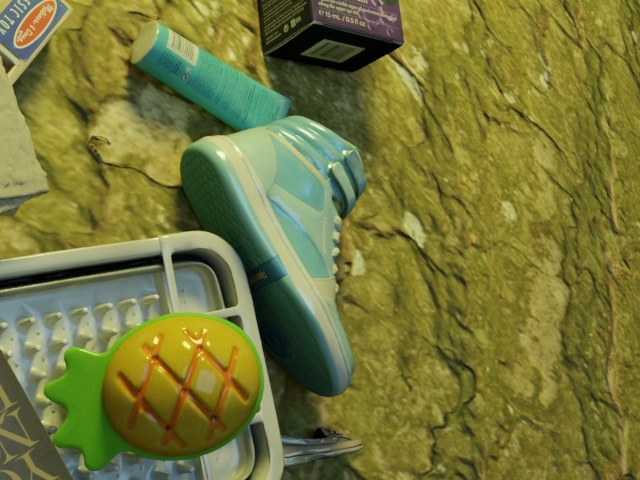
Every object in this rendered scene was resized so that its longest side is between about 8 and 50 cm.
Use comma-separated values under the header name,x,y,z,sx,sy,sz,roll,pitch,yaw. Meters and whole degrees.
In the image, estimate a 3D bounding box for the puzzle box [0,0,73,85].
name,x,y,z,sx,sy,sz,roll,pitch,yaw
puzzle box,-0.409,-0.150,0.626,0.272,0.052,0.408,44,51,-29

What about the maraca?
name,x,y,z,sx,sy,sz,roll,pitch,yaw
maraca,-0.141,0.131,0.688,0.186,0.099,0.127,-11,83,-13

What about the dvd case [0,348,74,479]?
name,x,y,z,sx,sy,sz,roll,pitch,yaw
dvd case,-0.285,0.185,0.603,0.165,0.018,0.221,-33,102,-39

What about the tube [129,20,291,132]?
name,x,y,z,sx,sy,sz,roll,pitch,yaw
tube,-0.117,-0.175,0.908,0.207,0.052,0.080,28,75,-38

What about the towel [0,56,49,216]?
name,x,y,z,sx,sy,sz,roll,pitch,yaw
towel,-0.328,-0.139,0.608,0.187,0.049,0.282,-30,106,-59

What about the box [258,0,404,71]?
name,x,y,z,sx,sy,sz,roll,pitch,yaw
box,0.007,-0.337,1.009,0.153,0.108,0.206,0,79,-39

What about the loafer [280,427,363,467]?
name,x,y,z,sx,sy,sz,roll,pitch,yaw
loafer,-0.004,0.229,0.898,0.125,0.045,0.039,-1,73,-37

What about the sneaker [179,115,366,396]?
name,x,y,z,sx,sy,sz,roll,pitch,yaw
sneaker,0.000,0.000,0.902,0.208,0.127,0.318,-31,100,-36

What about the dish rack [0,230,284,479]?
name,x,y,z,sx,sy,sz,roll,pitch,yaw
dish rack,-0.203,0.148,0.736,0.333,0.072,0.285,-9,85,-40
